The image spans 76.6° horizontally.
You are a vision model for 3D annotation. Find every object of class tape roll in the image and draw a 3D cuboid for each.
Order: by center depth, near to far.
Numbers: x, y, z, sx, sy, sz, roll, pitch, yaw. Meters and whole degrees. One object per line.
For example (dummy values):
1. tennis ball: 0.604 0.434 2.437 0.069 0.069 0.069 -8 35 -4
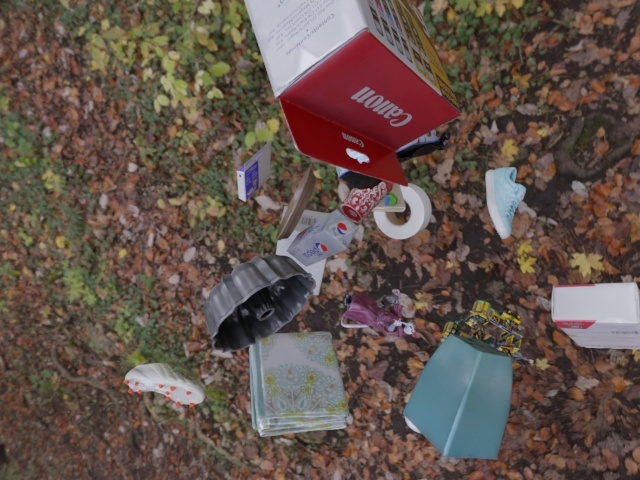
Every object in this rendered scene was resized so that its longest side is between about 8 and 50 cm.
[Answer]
1. tape roll: 0.418 -0.153 2.086 0.286 0.100 0.286 11 108 36

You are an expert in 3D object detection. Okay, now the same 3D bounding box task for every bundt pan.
1. bundt pan: -0.181 0.162 1.135 0.331 0.331 0.124 -47 63 13

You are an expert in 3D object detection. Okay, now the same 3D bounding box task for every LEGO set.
1. LEGO set: 0.578 0.390 1.486 0.192 0.255 0.331 -56 2 -34

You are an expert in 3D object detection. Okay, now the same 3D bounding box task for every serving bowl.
1. serving bowl: 0.310 0.563 1.285 0.083 0.083 0.027 50 132 37

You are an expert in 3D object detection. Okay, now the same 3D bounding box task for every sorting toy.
1. sorting toy: 0.245 -0.207 1.700 0.193 0.208 0.038 4 41 35

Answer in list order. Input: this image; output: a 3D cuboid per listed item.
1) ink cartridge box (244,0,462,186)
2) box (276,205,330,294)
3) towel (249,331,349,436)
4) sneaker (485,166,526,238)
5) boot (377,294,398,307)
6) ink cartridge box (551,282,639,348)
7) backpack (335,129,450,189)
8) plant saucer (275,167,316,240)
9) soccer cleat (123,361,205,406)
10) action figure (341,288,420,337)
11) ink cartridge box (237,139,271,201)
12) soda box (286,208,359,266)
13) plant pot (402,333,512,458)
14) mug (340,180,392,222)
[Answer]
1. ink cartridge box: 0.066 -0.234 0.546 0.130 0.309 0.272 -25 76 33
2. box: -0.080 0.050 1.763 0.168 0.215 0.345 -84 5 -51
3. towel: -0.086 0.490 1.436 0.374 0.320 0.090 -105 24 -46
4. sneaker: 0.815 -0.182 1.766 0.150 0.135 0.366 -17 55 35
5. boot: 0.302 0.250 1.756 0.106 0.114 0.037 -28 84 25
6. ink cartridge box: 0.911 0.247 1.301 0.226 0.306 0.131 -10 60 43
7. backpack: 0.149 -0.260 1.048 0.276 0.263 0.213 -26 95 39
8. plant saucer: -0.082 -0.121 1.408 0.278 0.041 0.278 -61 11 21
9. soccer cleat: -0.331 0.303 0.882 0.196 0.076 0.068 6 119 16
10. action figure: 0.276 0.374 1.867 0.370 0.248 0.276 26 119 14
11. ink cartridge box: -0.280 -0.304 1.732 0.045 0.208 0.206 26 49 12
12. soda box: 0.000 0.000 1.330 0.091 0.098 0.286 -58 14 -28
13. plant pot: 0.340 0.355 0.963 0.165 0.165 0.234 26 99 65
14. mug: 0.155 -0.140 1.397 0.113 0.150 0.169 32 69 21
